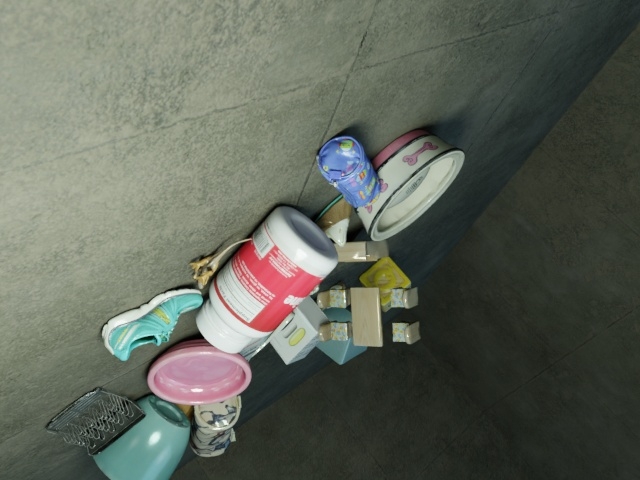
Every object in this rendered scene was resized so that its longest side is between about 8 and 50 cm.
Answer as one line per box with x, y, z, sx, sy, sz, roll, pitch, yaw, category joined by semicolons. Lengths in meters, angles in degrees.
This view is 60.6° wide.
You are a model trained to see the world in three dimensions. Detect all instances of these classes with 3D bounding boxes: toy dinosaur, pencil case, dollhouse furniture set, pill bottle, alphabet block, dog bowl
-0.284;0.056;1.433;0.211;0.064;0.112;-42;-178;32;toy dinosaur
0.085;-0.178;1.497;0.133;0.119;0.306;-70;161;-5;pencil case
-0.399;0.692;2.082;0.183;0.160;0.410;-12;149;-24;pencil case
0.150;0.199;2.030;0.361;0.395;0.256;-3;180;28;dollhouse furniture set
-0.160;0.120;1.528;0.408;0.229;0.229;-47;160;18;pill bottle
0.327;0.219;2.753;0.192;0.193;0.197;-41;161;-3;alphabet block
0.272;-0.189;1.797;0.407;0.150;0.408;-35;160;-15;dog bowl

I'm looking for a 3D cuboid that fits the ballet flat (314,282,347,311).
0.033;0.253;2.485;0.206;0.073;0.067;-34;133;-27;ballet flat

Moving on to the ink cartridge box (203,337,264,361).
-0.339;0.400;1.987;0.196;0.114;0.273;-20;151;-46;ink cartridge box

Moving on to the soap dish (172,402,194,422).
-0.496;0.618;2.167;0.228;0.118;0.291;-20;151;-47;soap dish

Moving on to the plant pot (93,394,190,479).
-0.594;0.686;1.901;0.235;0.293;0.293;-53;162;-4;plant pot

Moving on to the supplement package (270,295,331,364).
-0.097;0.354;2.229;0.203;0.194;0.149;-49;160;21;supplement package

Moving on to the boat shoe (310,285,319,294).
-0.040;0.139;1.888;0.109;0.094;0.302;-33;178;-1;boat shoe

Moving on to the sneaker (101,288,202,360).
-0.422;0.217;1.424;0.275;0.110;0.107;-29;158;-33;sneaker

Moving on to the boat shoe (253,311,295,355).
-0.237;0.363;2.145;0.319;0.099;0.116;-45;178;15;boat shoe

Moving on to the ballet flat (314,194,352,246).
0.000;0.000;1.731;0.342;0.124;0.116;-40;160;-2;ballet flat

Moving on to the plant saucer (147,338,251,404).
-0.394;0.427;1.798;0.331;0.084;0.332;-5;138;-5;plant saucer

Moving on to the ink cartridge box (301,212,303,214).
-0.065;-0.049;1.644;0.063;0.029;0.115;-41;160;3;ink cartridge box

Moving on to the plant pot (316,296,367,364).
0.117;0.415;2.730;0.247;0.247;0.253;-16;133;-51;plant pot

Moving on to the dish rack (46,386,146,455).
-0.687;0.553;1.680;0.208;0.074;0.272;-39;152;-10;dish rack
